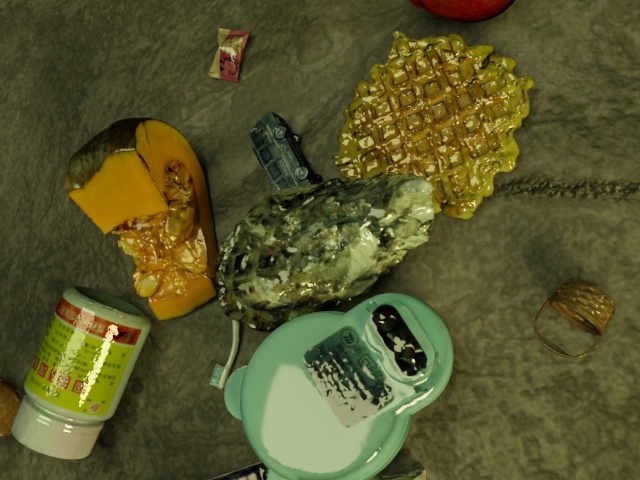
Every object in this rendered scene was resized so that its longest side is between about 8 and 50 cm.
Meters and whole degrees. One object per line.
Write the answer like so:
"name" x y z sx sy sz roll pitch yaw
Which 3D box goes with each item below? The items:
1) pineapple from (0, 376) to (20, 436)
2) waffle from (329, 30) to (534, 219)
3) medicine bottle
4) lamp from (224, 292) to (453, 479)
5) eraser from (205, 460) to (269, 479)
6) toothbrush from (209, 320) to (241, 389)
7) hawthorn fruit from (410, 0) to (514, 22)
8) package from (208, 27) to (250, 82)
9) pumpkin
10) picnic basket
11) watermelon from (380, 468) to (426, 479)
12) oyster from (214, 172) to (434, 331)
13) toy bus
"pineapple" -0.611 0.285 1.155 0.237 0.111 0.119 -8 42 34
"waffle" 0.144 -0.154 0.912 0.254 0.052 0.245 23 90 28
"medicine bottle" -0.355 0.193 1.025 0.139 0.139 0.226 22 89 29
"lamp" 0.028 0.176 0.834 0.284 0.147 0.209 -40 68 18
"eraser" -0.159 0.391 0.911 0.287 0.086 0.130 -26 68 19
"toothbrush" -0.110 0.087 0.997 0.026 0.022 0.263 16 85 16
"hawthorn fruit" 0.157 -0.383 0.870 0.189 0.251 0.190 -10 77 52
"package" -0.147 -0.297 1.104 0.059 0.029 0.083 14 95 21
"pumpkin" -0.256 -0.040 1.004 0.139 0.190 0.281 -20 70 20
"picnic basket" 0.282 0.090 0.773 0.072 0.072 0.083 35 81 28
"watermelon" 0.115 0.303 0.828 0.085 0.085 0.061 29 62 29
"oyster" 0.006 0.001 0.880 0.350 0.162 0.158 -27 23 34
"toy bus" -0.048 -0.107 0.999 0.065 0.047 0.166 -36 65 19
